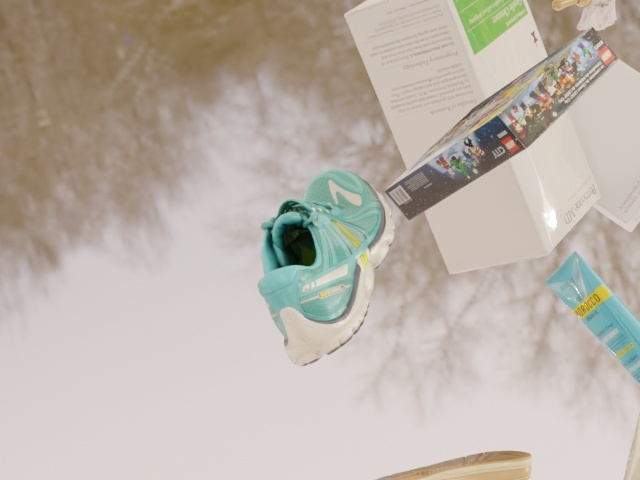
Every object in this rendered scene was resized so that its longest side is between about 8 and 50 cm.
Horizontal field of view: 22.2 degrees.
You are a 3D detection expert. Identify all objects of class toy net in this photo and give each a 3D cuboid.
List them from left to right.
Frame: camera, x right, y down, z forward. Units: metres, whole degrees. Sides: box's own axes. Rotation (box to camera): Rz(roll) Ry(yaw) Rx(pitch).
[{"bbox_3d":[0.390,-0.403,2.495,0.122,0.232,0.045,-50,-134,12],"label":"toy net"}]

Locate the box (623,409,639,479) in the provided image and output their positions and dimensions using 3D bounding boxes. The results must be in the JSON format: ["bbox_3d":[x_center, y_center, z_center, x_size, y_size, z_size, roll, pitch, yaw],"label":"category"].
[{"bbox_3d":[0.354,0.203,1.223,0.127,0.232,0.149,-40,-165,40],"label":"box"}]

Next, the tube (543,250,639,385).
[{"bbox_3d":[0.357,0.107,1.955,0.052,0.207,0.080,-35,169,-41],"label":"tube"}]

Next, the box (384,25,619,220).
[{"bbox_3d":[0.177,-0.113,1.633,0.159,0.044,0.233,-42,-176,-30],"label":"box"}]

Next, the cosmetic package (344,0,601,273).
[{"bbox_3d":[0.196,-0.166,2.057,0.155,0.366,0.197,-14,-162,37],"label":"cosmetic package"}]

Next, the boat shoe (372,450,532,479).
[{"bbox_3d":[0.124,0.240,1.547,0.170,0.059,0.063,-15,179,20],"label":"boat shoe"}]

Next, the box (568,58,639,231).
[{"bbox_3d":[0.404,-0.137,2.241,0.181,0.182,0.119,-54,164,5],"label":"box"}]

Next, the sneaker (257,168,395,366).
[{"bbox_3d":[0.000,0.000,1.551,0.107,0.110,0.275,-26,-155,20],"label":"sneaker"}]
